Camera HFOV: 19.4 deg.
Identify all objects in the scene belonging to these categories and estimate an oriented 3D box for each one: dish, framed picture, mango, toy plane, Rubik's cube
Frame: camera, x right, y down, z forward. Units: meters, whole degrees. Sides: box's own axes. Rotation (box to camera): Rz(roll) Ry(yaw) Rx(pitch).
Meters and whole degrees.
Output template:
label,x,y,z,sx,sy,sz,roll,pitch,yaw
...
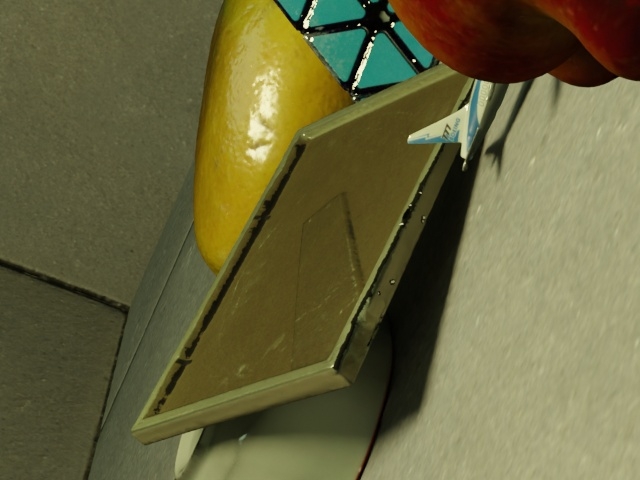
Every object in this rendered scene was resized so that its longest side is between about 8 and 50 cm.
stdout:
label,x,y,z,sx,sy,sz,roll,pitch,yaw
dish,-0.041,0.149,1.501,0.256,0.117,0.256,-159,90,-80
framed picture,0.000,0.000,1.439,0.247,0.022,0.335,-21,33,47
mango,-0.043,-0.133,1.918,0.253,0.182,0.365,160,131,-77
toy plane,0.137,-0.154,1.318,0.226,0.058,0.226,-63,-1,15
Rubik's cube,0.074,-0.157,1.748,0.190,0.211,0.178,44,-140,-66

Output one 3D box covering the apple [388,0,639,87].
label,x,y,z,sx,sy,sz,roll,pitch,yaw
apple,0.148,-0.208,0.723,0.288,0.288,0.317,168,110,-79
